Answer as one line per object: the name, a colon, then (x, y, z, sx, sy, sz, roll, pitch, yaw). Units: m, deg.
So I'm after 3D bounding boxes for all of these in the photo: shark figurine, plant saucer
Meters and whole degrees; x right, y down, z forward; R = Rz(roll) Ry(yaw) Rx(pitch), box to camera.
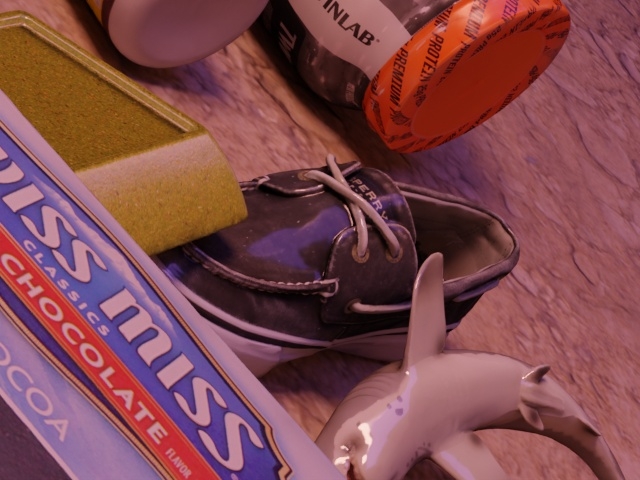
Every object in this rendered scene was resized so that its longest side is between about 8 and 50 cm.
shark figurine: (0.085, 0.109, 1.130, 0.278, 0.116, 0.166, 15, 72, -38)
plant saucer: (-0.147, -0.058, 0.959, 0.188, 0.045, 0.188, 33, 26, 19)

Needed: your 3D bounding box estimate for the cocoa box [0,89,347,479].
cocoa box: (-0.199, 0.058, 0.562, 0.347, 0.231, 0.228, 48, 24, 2)

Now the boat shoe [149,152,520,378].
boat shoe: (0.000, 0.000, 1.117, 0.335, 0.119, 0.121, 1, 51, -57)

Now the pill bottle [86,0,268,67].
pill bottle: (-0.126, -0.223, 1.250, 0.117, 0.117, 0.215, 9, 42, -54)

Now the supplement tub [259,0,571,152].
supplement tub: (0.024, -0.244, 1.425, 0.338, 0.207, 0.207, 56, 25, 19)
